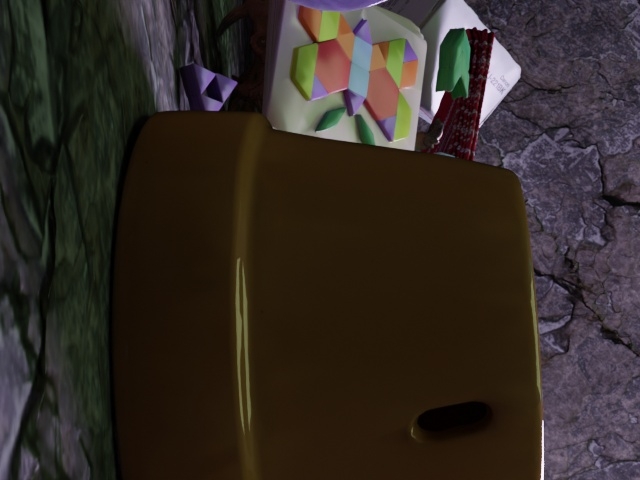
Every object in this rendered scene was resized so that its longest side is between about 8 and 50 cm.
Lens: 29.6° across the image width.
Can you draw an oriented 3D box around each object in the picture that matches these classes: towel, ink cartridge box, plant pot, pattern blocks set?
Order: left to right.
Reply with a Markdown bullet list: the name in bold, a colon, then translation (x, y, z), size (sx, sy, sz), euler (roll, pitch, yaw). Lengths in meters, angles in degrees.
- **pattern blocks set**: translation (0.020, -0.128, 0.936), size (0.325, 0.026, 0.285), euler (-1, 87, -48)
- **plant pot**: translation (0.017, 0.064, 0.694), size (0.291, 0.203, 0.291), euler (-3, 90, -85)
- **ink cartridge box**: translation (0.074, -0.250, 1.407), size (0.273, 0.114, 0.197), euler (39, 3, 40)
- **towel**: translation (0.120, -0.069, 1.215), size (0.275, 0.031, 0.199), euler (-74, -179, -47)

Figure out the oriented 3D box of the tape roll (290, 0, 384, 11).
- **tape roll**: translation (0.009, -0.252, 0.791), size (0.080, 0.189, 0.189), euler (46, -33, 49)

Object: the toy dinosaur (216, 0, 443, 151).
- **toy dinosaur**: translation (-0.004, -0.070, 1.085), size (0.127, 0.200, 0.296), euler (148, -54, -73)
